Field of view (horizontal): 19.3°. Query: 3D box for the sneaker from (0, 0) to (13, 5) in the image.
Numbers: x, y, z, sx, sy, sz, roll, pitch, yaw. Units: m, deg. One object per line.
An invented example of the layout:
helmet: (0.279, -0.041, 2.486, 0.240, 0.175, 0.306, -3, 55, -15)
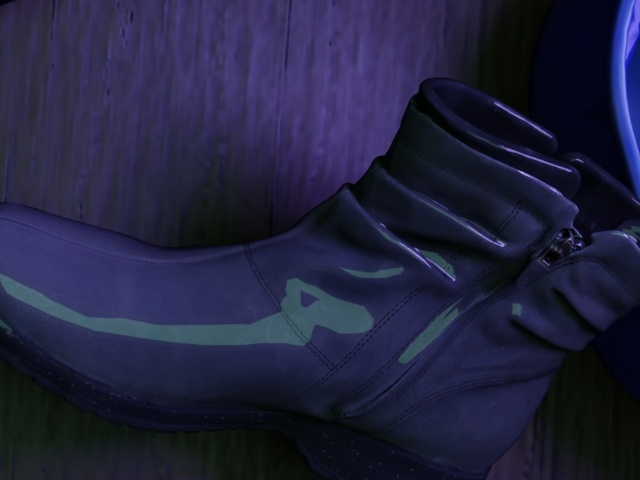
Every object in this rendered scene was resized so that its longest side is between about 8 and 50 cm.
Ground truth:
sneaker: (-0.227, -0.113, 0.944, 0.232, 0.081, 0.090, -8, 95, -12)

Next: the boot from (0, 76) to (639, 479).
boot: (0.000, 0.000, 0.947, 0.338, 0.118, 0.222, 20, 122, -27)

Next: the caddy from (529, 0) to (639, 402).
caddy: (0.265, -0.038, 1.060, 0.241, 0.179, 0.341, -18, 95, -20)
